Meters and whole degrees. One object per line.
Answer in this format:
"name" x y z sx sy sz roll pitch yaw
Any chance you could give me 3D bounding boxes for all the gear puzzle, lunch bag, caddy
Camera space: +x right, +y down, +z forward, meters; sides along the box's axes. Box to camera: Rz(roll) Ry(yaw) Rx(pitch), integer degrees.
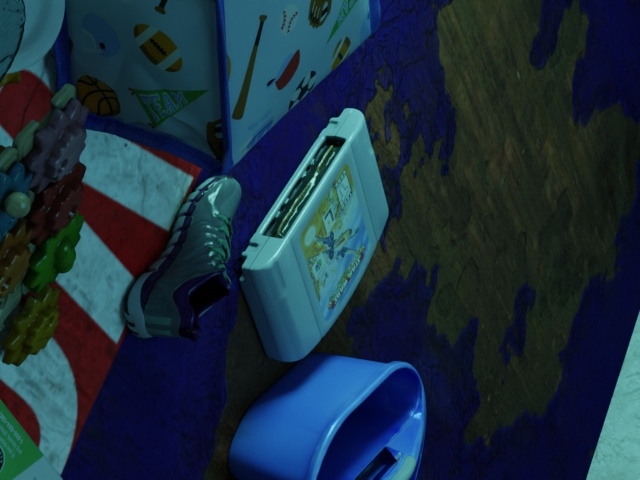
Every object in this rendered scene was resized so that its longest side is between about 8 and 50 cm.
"gear puzzle" -0.255 0.024 1.367 0.175 0.044 0.339 -54 168 -32
"lunch bag" -0.101 -0.318 1.459 0.328 0.239 0.385 -51 151 -45
"caddy" 0.029 0.289 1.997 0.341 0.179 0.241 -38 131 -52

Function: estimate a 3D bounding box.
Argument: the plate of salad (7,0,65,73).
"plate of salad" -0.280 -0.234 1.275 0.200 0.048 0.199 23 58 -43

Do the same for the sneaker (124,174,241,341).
"sneaker" -0.119 0.024 1.696 0.223 0.098 0.083 -61 148 -31

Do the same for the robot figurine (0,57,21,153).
"robot figurine" -0.344 -0.033 1.251 0.291 0.085 0.211 -51 141 -44

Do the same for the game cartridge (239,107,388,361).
"game cartridge" 0.000 0.000 1.976 0.297 0.062 0.198 -59 143 -35

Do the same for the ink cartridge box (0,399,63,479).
"ink cartridge box" -0.350 0.284 1.315 0.289 0.122 0.211 -62 149 -30

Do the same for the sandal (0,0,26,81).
"sandal" -0.366 -0.139 1.061 0.446 0.107 0.167 -5 105 -51
